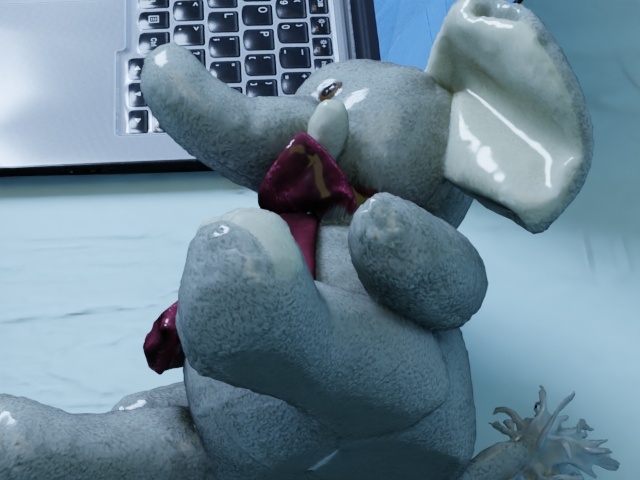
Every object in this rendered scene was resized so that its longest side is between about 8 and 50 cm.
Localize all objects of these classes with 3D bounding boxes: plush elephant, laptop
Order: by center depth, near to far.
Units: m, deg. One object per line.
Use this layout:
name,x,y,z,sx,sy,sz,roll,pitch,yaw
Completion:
plush elephant,0.000,0.000,1.000,0.330,0.272,0.255,11,57,-30
laptop,-0.035,-0.259,1.236,0.408,0.236,0.382,-2,48,-3
